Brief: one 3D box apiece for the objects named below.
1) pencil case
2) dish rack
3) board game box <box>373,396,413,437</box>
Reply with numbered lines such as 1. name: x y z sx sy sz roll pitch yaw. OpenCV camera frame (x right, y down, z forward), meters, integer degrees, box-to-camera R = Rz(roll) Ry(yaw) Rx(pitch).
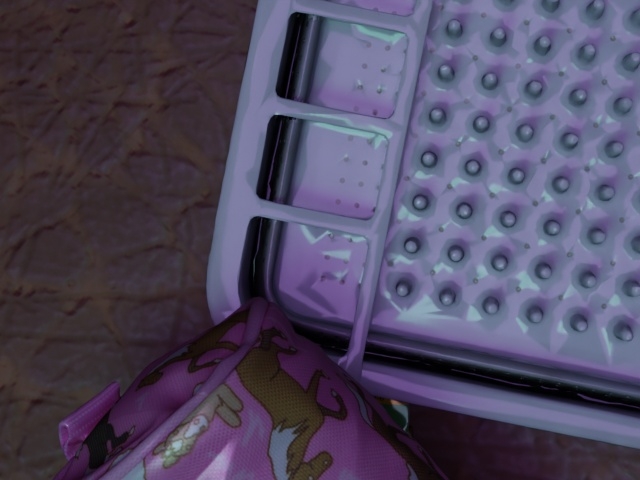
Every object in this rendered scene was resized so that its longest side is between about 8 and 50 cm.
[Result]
1. pencil case: 0.038 0.202 0.686 0.167 0.160 0.386 -40 99 16
2. dish rack: 0.122 -0.043 0.749 0.333 0.072 0.285 11 91 5
3. board game box: -0.012 0.211 0.795 0.124 0.039 0.259 2 93 8
